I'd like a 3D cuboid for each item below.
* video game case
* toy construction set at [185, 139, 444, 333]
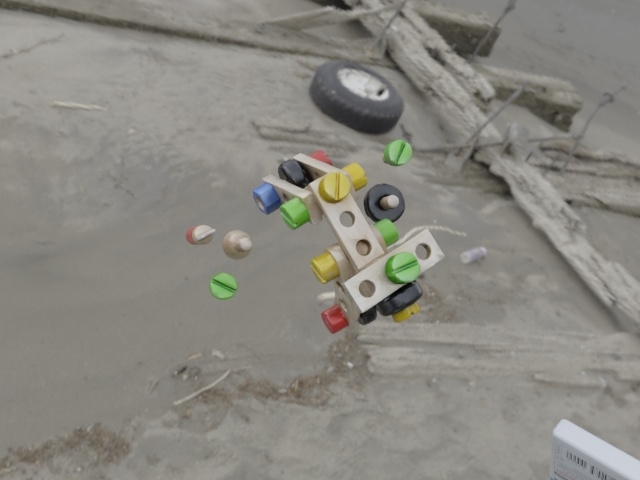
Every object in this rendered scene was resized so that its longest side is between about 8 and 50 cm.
[{"bbox_3d":[0.483,0.424,1.022,0.329,0.299,0.036,27,57,35],"label":"video game case"},{"bbox_3d":[0.000,0.000,0.879,0.309,0.257,0.237,-4,0,-15],"label":"toy construction set"}]
